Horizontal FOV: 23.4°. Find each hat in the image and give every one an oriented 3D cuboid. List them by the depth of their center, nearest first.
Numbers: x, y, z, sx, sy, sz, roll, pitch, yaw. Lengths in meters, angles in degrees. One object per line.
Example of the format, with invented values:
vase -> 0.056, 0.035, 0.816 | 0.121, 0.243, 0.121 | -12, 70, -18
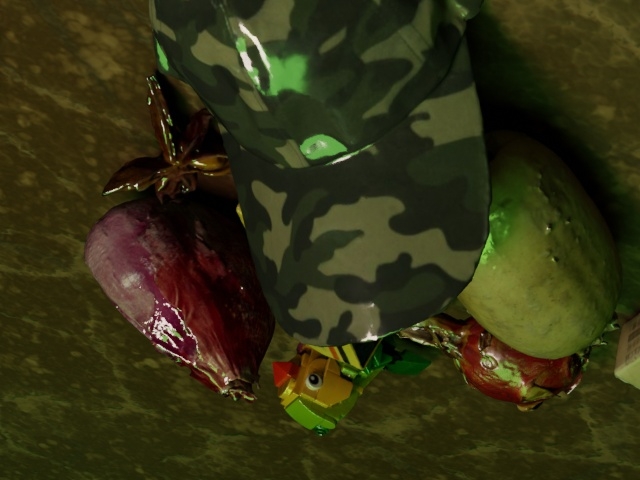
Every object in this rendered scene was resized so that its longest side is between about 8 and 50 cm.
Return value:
hat -> -0.020, -0.106, 1.416 | 0.366, 0.382, 0.257 | -16, 157, 33

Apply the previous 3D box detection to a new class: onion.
onion -> -0.125, 0.053, 1.731 | 0.227, 0.283, 0.120 | 4, 131, -47

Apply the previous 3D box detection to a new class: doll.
doll -> 0.027, 0.153, 1.869 | 0.134, 0.186, 0.106 | 51, 143, 3

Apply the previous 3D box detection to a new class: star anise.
star anise -> -0.169, -0.102, 1.706 | 0.158, 0.144, 0.140 | 28, 101, -27

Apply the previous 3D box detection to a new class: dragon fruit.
dragon fruit -> 0.189, 0.117, 1.765 | 0.246, 0.125, 0.125 | 18, -171, -5

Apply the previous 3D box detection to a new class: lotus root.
lotus root -> 0.221, 0.024, 1.595 | 0.343, 0.169, 0.151 | 49, 176, -37

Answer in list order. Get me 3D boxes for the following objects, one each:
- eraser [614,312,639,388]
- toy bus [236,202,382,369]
eraser -> 0.463, 0.079, 1.644 | 0.144, 0.078, 0.343 | 26, 144, -13
toy bus -> 0.000, 0.000, 1.705 | 0.123, 0.121, 0.336 | 18, 150, 32
